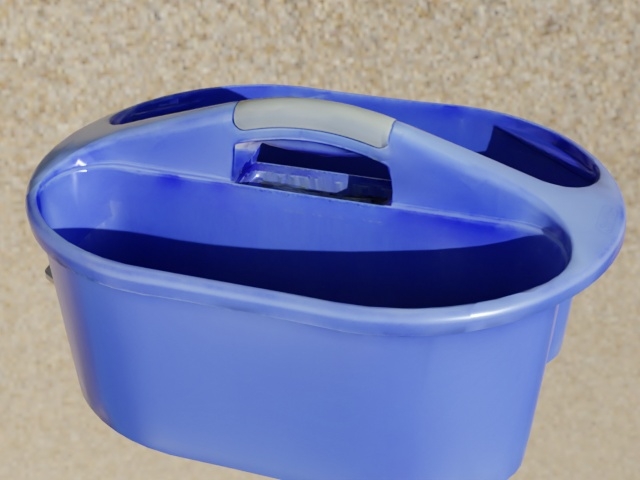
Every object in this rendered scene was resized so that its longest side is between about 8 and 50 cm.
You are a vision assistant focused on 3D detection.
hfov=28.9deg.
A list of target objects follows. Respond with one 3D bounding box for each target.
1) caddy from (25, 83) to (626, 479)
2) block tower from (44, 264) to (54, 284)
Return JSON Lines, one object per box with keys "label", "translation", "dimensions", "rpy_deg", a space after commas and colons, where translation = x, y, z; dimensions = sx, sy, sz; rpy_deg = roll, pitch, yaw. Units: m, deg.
{"label": "caddy", "translation": [0.000, 0.000, 0.720], "dimensions": [0.341, 0.241, 0.179], "rpy_deg": [9, 124, 18]}
{"label": "block tower", "translation": [-0.094, 0.106, 1.136], "dimensions": [0.335, 0.091, 0.097], "rpy_deg": [41, 169, -6]}
